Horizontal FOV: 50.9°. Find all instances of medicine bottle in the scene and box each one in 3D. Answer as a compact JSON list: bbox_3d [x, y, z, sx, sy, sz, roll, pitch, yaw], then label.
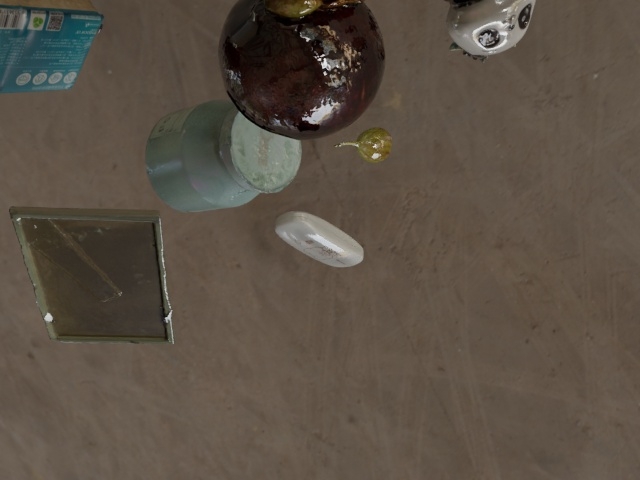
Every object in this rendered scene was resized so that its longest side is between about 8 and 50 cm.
[{"bbox_3d":[-0.209,-0.188,1.481,0.290,0.245,0.244,-1,114,44],"label":"medicine bottle"}]

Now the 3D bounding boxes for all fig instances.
[{"bbox_3d":[0.111,-0.223,1.660,0.093,0.166,0.093,22,128,31],"label":"fig"}]

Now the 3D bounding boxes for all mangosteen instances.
[{"bbox_3d":[-0.036,-0.321,1.132,0.297,0.297,0.293,11,159,29],"label":"mangosteen"}]

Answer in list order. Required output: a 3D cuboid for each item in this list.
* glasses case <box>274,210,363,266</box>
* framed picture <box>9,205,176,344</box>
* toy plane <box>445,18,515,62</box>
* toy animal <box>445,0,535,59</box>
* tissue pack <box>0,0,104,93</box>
[{"bbox_3d":[0.000,0.000,1.189,0.074,0.049,0.193,-17,145,37],"label":"glasses case"},{"bbox_3d":[-0.330,0.063,1.008,0.209,0.019,0.281,3,132,-4],"label":"framed picture"},{"bbox_3d":[0.413,-0.549,1.592,0.192,0.088,0.262,33,87,29],"label":"toy plane"},{"bbox_3d":[0.332,-0.494,1.361,0.187,0.165,0.235,-28,113,0],"label":"toy animal"},{"bbox_3d":[-0.549,-0.370,1.198,0.134,0.271,0.192,47,119,12],"label":"tissue pack"}]
